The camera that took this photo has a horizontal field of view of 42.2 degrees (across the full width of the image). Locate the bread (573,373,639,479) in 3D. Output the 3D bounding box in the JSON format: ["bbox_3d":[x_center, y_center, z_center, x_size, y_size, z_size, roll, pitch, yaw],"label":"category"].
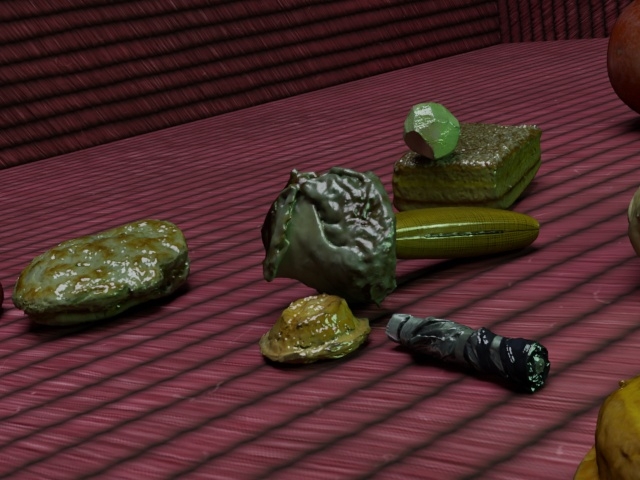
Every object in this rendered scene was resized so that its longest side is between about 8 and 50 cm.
[{"bbox_3d":[0.261,0.137,0.466,0.236,0.120,0.198,-17,16,-22],"label":"bread"}]

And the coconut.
[{"bbox_3d":[0.163,-0.164,1.229,0.083,0.082,0.081,-28,24,13],"label":"coconut"}]

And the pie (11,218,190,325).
[{"bbox_3d":[-0.299,0.051,1.145,0.248,0.090,0.201,-16,28,-16],"label":"pie"}]

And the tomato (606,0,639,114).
[{"bbox_3d":[0.679,-0.346,1.586,0.265,0.265,0.265,-9,17,3],"label":"tomato"}]

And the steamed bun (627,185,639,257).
[{"bbox_3d":[0.468,-0.067,0.866,0.273,0.166,0.232,-47,-12,31],"label":"steamed bun"}]

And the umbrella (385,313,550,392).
[{"bbox_3d":[0.133,0.098,0.794,0.050,0.046,0.188,31,-12,-37],"label":"umbrella"}]

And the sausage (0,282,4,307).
[{"bbox_3d":[-0.490,0.084,1.204,0.059,0.054,0.094,-15,17,-15],"label":"sausage"}]

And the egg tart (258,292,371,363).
[{"bbox_3d":[-0.010,0.092,0.901,0.129,0.049,0.129,-11,16,3],"label":"egg tart"}]

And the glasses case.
[{"bbox_3d":[0.166,-0.009,1.057,0.234,0.064,0.079,-3,6,-20],"label":"glasses case"}]

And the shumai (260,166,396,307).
[{"bbox_3d":[0.002,0.002,0.955,0.142,0.184,0.184,-9,16,-16],"label":"shumai"}]

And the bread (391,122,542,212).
[{"bbox_3d":[0.235,-0.110,1.326,0.184,0.110,0.234,4,24,32],"label":"bread"}]
